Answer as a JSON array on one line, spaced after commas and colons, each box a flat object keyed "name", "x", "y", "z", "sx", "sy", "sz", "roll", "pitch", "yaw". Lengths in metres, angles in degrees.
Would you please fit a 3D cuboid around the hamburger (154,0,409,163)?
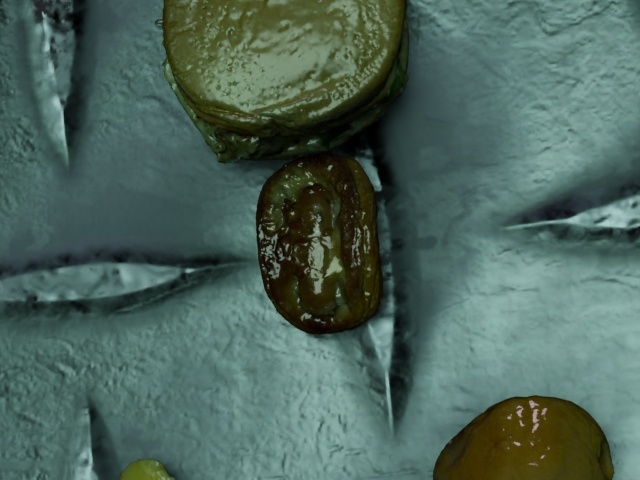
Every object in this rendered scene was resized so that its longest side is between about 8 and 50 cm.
[{"name": "hamburger", "x": -0.020, "y": -0.163, "z": 1.334, "sx": 0.215, "sy": 0.122, "sz": 0.189, "roll": -30, "pitch": 72, "yaw": 1}]

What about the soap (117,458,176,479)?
[{"name": "soap", "x": -0.151, "y": 0.258, "z": 1.334, "sx": 0.089, "sy": 0.033, "sz": 0.168, "roll": 30, "pitch": 87, "yaw": 13}]

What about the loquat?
[{"name": "loquat", "x": 0.150, "y": 0.178, "z": 1.251, "sx": 0.137, "sy": 0.113, "sz": 0.137, "roll": -20, "pitch": 52, "yaw": 28}]

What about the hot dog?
[{"name": "hot dog", "x": 0.002, "y": 0.000, "z": 1.332, "sx": 0.099, "sy": 0.065, "sz": 0.147, "roll": -6, "pitch": 81, "yaw": 17}]
